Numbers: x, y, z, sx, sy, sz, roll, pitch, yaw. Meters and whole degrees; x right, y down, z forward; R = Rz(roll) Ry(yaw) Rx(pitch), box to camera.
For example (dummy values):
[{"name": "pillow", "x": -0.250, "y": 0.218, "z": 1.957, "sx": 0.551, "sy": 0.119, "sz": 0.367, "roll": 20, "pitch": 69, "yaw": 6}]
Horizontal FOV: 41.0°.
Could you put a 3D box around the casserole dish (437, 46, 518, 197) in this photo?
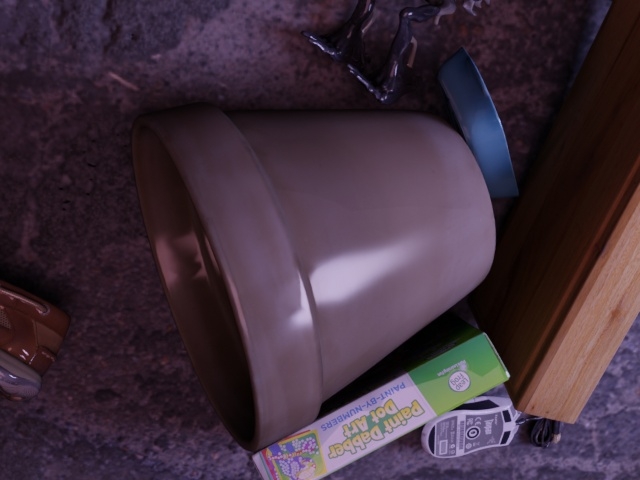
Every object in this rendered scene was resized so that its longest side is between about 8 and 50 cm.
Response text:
[{"name": "casserole dish", "x": 0.157, "y": -0.110, "z": 0.862, "sx": 0.037, "sy": 0.114, "sz": 0.188, "roll": -23, "pitch": 150, "yaw": 8}]

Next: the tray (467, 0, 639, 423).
[{"name": "tray", "x": 0.277, "y": -0.046, "z": 0.848, "sx": 0.076, "sy": 0.203, "sz": 0.411, "roll": 14, "pitch": 116, "yaw": -12}]

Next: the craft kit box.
[{"name": "craft kit box", "x": 0.062, "y": 0.166, "z": 0.905, "sx": 0.249, "sy": 0.246, "sz": 0.061, "roll": -28, "pitch": 90, "yaw": 2}]

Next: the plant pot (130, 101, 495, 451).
[{"name": "plant pot", "x": 0.000, "y": 0.000, "z": 0.830, "sx": 0.280, "sy": 0.323, "sz": 0.323, "roll": -19, "pitch": 112, "yaw": -20}]

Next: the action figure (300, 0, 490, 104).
[{"name": "action figure", "x": 0.109, "y": -0.266, "z": 0.803, "sx": 0.276, "sy": 0.164, "sz": 0.141, "roll": -51, "pitch": 151, "yaw": 17}]

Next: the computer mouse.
[{"name": "computer mouse", "x": 0.210, "y": 0.218, "z": 1.053, "sx": 0.192, "sy": 0.042, "sz": 0.106, "roll": -6, "pitch": 115, "yaw": -12}]

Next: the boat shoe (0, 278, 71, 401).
[{"name": "boat shoe", "x": -0.403, "y": 0.035, "z": 0.873, "sx": 0.324, "sy": 0.123, "sz": 0.116, "roll": 36, "pitch": 67, "yaw": -9}]
